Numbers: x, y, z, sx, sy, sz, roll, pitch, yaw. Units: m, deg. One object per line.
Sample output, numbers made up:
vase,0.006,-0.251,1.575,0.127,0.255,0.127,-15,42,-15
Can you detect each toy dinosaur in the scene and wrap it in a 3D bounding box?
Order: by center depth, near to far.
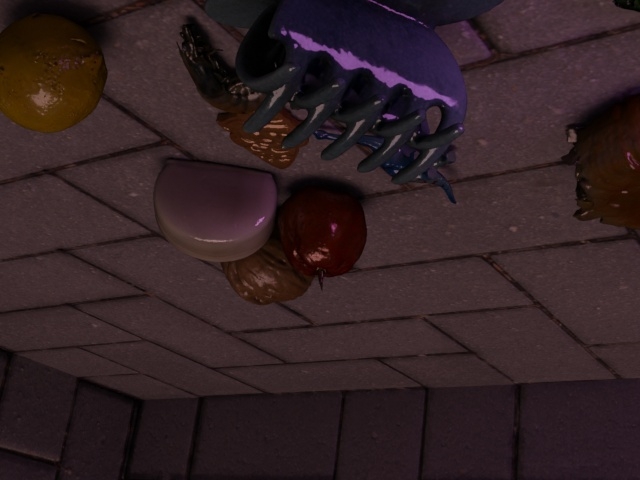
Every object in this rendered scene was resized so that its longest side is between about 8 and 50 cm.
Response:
toy dinosaur,0.152,-0.139,1.637,0.329,0.076,0.144,22,159,-26

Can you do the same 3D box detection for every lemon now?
lemon,-0.407,-0.251,1.415,0.206,0.174,0.173,-19,146,32

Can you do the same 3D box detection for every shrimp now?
shrimp,-0.133,-0.267,1.455,0.150,0.051,0.217,-9,151,17

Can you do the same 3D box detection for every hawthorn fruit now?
hawthorn fruit,0.000,0.000,1.848,0.179,0.201,0.179,7,163,2

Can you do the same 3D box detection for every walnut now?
walnut,-0.107,0.043,2.005,0.213,0.213,0.213,6,157,3

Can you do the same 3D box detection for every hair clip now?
hair clip,0.045,-0.240,1.223,0.318,0.239,0.392,18,155,-29

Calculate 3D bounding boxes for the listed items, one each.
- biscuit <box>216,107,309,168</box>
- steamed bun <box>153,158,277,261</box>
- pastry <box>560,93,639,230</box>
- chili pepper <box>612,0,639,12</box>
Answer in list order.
biscuit,-0.093,-0.186,1.659,0.162,0.035,0.250,6,159,14
steamed bun,-0.208,-0.051,1.838,0.241,0.164,0.146,8,159,-2
pastry,0.558,-0.117,1.474,0.329,0.136,0.330,6,156,3
chili pepper,0.463,-0.300,1.171,0.224,0.061,0.098,20,141,-20
